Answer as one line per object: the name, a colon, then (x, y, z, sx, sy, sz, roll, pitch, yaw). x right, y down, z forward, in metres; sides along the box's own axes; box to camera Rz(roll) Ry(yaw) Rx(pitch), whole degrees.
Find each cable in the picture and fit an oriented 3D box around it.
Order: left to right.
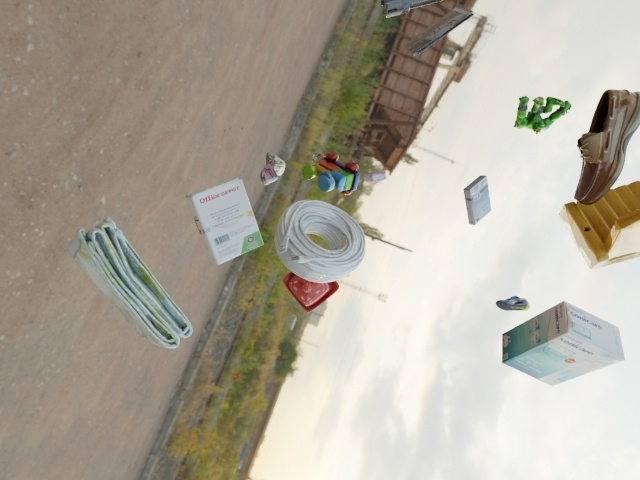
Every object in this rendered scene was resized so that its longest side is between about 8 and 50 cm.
cable: (0.000, 0.000, 1.165, 0.257, 0.257, 0.089, -92, -156, -44)

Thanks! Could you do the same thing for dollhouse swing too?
dollhouse swing: (0.861, -0.117, 1.108, 0.305, 0.347, 0.315, 54, 23, -44)

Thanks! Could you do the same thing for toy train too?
toy train: (-0.007, -0.230, 1.370, 0.143, 0.248, 0.105, -18, 132, -44)

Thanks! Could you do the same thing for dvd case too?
dvd case: (0.403, -0.727, 1.462, 0.221, 0.018, 0.164, -31, -150, 17)

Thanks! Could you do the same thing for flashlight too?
flashlight: (0.348, -0.818, 1.366, 0.103, 0.304, 0.103, -96, 174, -54)

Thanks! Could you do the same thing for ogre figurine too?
ogre figurine: (0.768, -0.443, 1.482, 0.097, 0.197, 0.118, 56, -31, 34)

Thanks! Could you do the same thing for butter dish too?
butter dish: (-0.041, 0.158, 1.477, 0.160, 0.160, 0.118, -39, 177, 8)

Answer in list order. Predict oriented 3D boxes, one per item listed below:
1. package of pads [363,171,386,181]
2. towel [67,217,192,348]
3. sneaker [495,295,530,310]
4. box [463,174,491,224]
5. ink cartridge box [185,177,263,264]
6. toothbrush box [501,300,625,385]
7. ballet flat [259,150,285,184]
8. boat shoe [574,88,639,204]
package of pads: (0.183, -0.215, 1.426, 0.083, 0.050, 0.032, -152, -127, -73)
towel: (-0.470, 0.114, 1.018, 0.090, 0.320, 0.374, -39, -165, -30)
sneaker: (0.875, 0.285, 1.926, 0.059, 0.144, 0.053, -76, 164, -44)
box: (0.727, -0.187, 1.948, 0.145, 0.038, 0.186, -36, 120, -27)
ink cartridge box: (-0.367, -0.079, 1.620, 0.117, 0.201, 0.278, 16, -53, 58)
toothbrush box: (0.790, 0.350, 1.403, 0.295, 0.216, 0.126, -56, -170, 49)
ballet flat: (-0.170, -0.265, 1.541, 0.221, 0.079, 0.077, -91, 177, -59)
boat shoe: (0.775, -0.262, 1.176, 0.123, 0.116, 0.324, -67, 175, -83)
